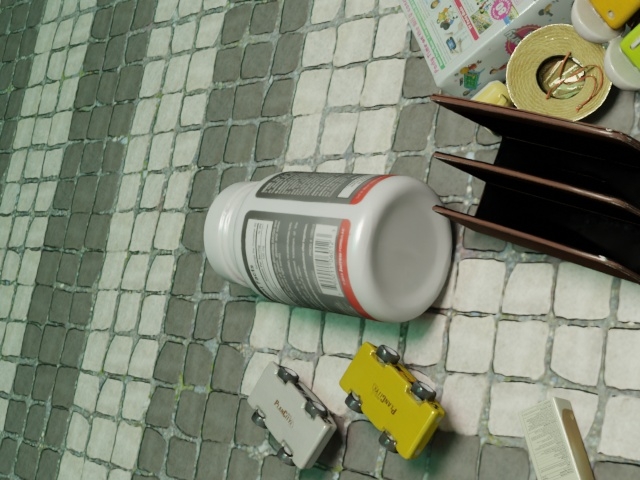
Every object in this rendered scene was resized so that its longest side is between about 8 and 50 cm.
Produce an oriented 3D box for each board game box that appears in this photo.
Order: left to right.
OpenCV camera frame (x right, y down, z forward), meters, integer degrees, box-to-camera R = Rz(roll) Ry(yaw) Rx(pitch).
[{"bbox_3d":[0.270,-0.379,1.469,0.303,0.097,0.224,-38,52,28],"label":"board game box"}]

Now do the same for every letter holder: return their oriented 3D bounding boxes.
[{"bbox_3d":[0.275,-0.070,1.272,0.302,0.214,0.152,21,91,46],"label":"letter holder"}]

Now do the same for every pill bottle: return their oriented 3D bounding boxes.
[{"bbox_3d":[0.000,0.000,1.523,0.363,0.210,0.210,7,81,46],"label":"pill bottle"}]

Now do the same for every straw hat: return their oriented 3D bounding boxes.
[{"bbox_3d":[0.332,-0.220,1.378,0.144,0.061,0.145,-1,87,26],"label":"straw hat"}]

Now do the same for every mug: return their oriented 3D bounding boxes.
[{"bbox_3d":[0.251,-0.192,1.451,0.064,0.062,0.078,-49,40,9],"label":"mug"}]

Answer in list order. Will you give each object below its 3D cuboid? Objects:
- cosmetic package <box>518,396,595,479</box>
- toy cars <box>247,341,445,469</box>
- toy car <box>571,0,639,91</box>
[{"bbox_3d":[0.296,0.261,1.263,0.060,0.041,0.115,-31,57,33],"label":"cosmetic package"},{"bbox_3d":[0.042,0.251,1.490,0.393,0.087,0.176,-17,60,43],"label":"toy cars"},{"bbox_3d":[0.420,-0.288,1.265,0.182,0.136,0.159,59,151,10],"label":"toy car"}]
